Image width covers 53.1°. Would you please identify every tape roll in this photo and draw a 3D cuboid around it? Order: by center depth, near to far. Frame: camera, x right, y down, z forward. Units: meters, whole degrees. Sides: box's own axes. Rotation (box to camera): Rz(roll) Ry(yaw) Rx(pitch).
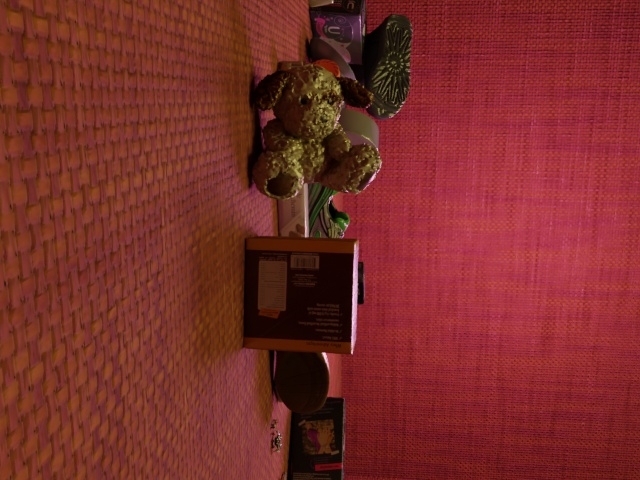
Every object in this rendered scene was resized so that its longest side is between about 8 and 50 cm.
[{"bbox_3d":[0.049,-0.267,1.735,0.219,0.219,0.072,78,14,-67],"label":"tape roll"}]

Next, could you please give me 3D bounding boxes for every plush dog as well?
[{"bbox_3d":[-0.025,-0.216,1.202,0.210,0.262,0.225,44,-47,50],"label":"plush dog"}]

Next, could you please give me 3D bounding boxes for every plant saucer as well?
[{"bbox_3d":[0.026,-0.518,1.918,0.037,0.195,0.195,-46,165,-8],"label":"plant saucer"}]

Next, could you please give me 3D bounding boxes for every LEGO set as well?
[{"bbox_3d":[-0.095,0.440,1.430,0.054,0.023,0.083,-82,172,-48],"label":"LEGO set"}]

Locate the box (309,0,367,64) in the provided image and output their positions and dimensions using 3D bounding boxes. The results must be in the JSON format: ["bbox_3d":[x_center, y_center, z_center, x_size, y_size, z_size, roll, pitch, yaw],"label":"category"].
[{"bbox_3d":[0.060,-0.691,2.033,0.247,0.163,0.142,79,19,-68],"label":"box"}]

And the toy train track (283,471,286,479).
[{"bbox_3d":[-0.092,0.587,1.565,0.083,0.014,0.048,-90,174,-86],"label":"toy train track"}]

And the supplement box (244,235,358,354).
[{"bbox_3d":[-0.030,0.093,1.155,0.129,0.191,0.194,-25,117,-84],"label":"supplement box"}]

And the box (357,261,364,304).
[{"bbox_3d":[0.050,0.135,2.037,0.147,0.180,0.077,84,9,-55],"label":"box"}]

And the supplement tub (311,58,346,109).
[{"bbox_3d":[0.015,-0.430,1.872,0.190,0.117,0.117,79,13,-62],"label":"supplement tub"}]

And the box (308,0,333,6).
[{"bbox_3d":[-0.039,-0.646,1.216,0.322,0.059,0.232,52,37,-57],"label":"box"}]

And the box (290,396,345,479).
[{"bbox_3d":[-0.004,0.577,1.772,0.165,0.143,0.270,82,10,-69],"label":"box"}]

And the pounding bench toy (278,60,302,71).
[{"bbox_3d":[-0.051,-0.349,1.389,0.052,0.083,0.065,85,8,-49],"label":"pounding bench toy"}]

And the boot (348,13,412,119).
[{"bbox_3d":[0.136,-0.551,2.255,0.445,0.146,0.367,-7,-114,60],"label":"boot"}]

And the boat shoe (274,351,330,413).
[{"bbox_3d":[-0.046,0.224,1.414,0.123,0.123,0.342,-83,164,-63],"label":"boat shoe"}]

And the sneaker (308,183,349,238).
[{"bbox_3d":[0.000,0.000,1.611,0.134,0.146,0.343,-69,157,-68],"label":"sneaker"}]

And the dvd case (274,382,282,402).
[{"bbox_3d":[-0.090,0.307,1.504,0.087,0.013,0.119,84,10,-50],"label":"dvd case"}]

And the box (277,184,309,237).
[{"bbox_3d":[-0.061,-0.053,1.461,0.067,0.063,0.324,-79,169,-66],"label":"box"}]
